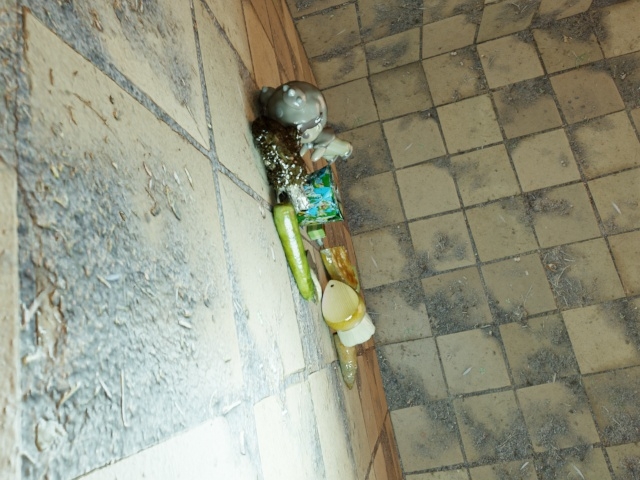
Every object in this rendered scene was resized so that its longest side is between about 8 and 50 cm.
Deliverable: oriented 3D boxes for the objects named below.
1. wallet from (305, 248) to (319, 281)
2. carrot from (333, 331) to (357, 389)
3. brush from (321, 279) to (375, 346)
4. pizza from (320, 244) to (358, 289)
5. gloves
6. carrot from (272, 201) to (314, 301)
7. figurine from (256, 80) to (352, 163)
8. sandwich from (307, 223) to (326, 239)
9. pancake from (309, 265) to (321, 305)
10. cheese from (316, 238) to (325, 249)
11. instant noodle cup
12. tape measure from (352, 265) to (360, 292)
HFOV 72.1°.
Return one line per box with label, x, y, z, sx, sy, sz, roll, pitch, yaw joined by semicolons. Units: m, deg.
wallet;-0.036;0.117;1.645;0.118;0.039;0.152;-79;153;-65
carrot;0.113;0.509;1.881;0.102;0.102;0.263;-1;84;-81
brush;0.105;0.284;1.807;0.166;0.174;0.266;55;9;-37
pizza;0.090;0.124;2.174;0.335;0.086;0.226;50;30;-39
gloves;-0.114;-0.250;1.385;0.210;0.135;0.312;-83;156;-54
carrot;-0.079;0.047;1.397;0.074;0.074;0.358;-84;162;-65
figurine;-0.039;-0.411;1.548;0.380;0.203;0.248;39;-8;-39
sandwich;-0.023;-0.073;1.890;0.074;0.074;0.116;62;16;-60
pancake;-0.033;0.151;1.518;0.151;0.025;0.151;54;-24;38
cheese;0.000;0.000;2.081;0.120;0.026;0.067;56;23;-68
instant noodle cup;-0.020;-0.160;1.696;0.240;0.178;0.240;-14;90;-81
tape measure;0.140;0.225;2.330;0.154;0.087;0.177;8;61;-50
